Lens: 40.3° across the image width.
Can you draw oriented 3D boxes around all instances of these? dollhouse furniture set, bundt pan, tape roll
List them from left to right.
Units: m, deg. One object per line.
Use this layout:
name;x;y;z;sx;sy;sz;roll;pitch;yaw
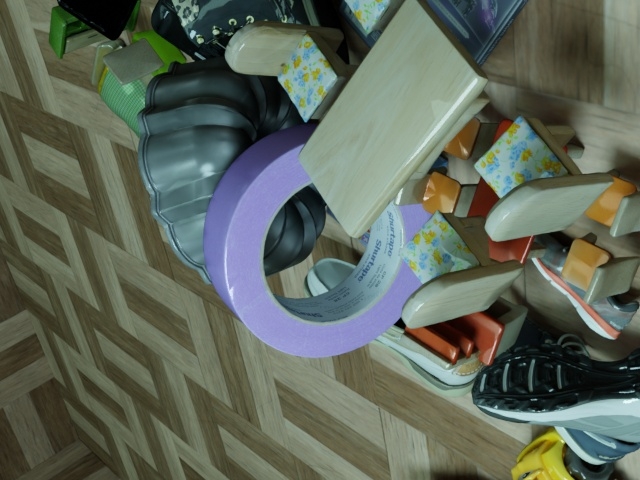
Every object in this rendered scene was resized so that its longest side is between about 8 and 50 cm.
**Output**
dollhouse furniture set;-0.380;-0.278;1.586;0.197;0.151;0.301;53;149;10
bundt pan;-0.094;-0.103;1.185;0.124;0.331;0.331;-15;106;28
tape roll;0.000;0.000;1.067;0.090;0.275;0.275;34;145;61
dollhouse furniture set;0.079;-0.169;0.771;0.394;0.256;0.362;-52;59;37
dollhouse furniture set;0.188;0.002;0.940;0.262;0.135;0.259;31;117;35

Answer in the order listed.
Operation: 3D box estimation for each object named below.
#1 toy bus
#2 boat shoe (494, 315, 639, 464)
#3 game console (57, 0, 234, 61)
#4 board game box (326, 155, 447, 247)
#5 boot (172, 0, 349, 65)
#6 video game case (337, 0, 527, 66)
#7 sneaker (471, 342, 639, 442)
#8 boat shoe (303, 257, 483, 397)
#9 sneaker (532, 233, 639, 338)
toy bus;0.305;0.379;1.112;0.220;0.211;0.149;50;150;17
boat shoe;0.285;0.164;1.063;0.254;0.095;0.079;52;151;9
game console;-0.222;-0.326;1.259;0.361;0.044;0.213;33;148;-14
board game box;0.084;-0.071;1.203;0.160;0.039;0.211;42;146;26
boot;-0.078;-0.282;1.127;0.178;0.085;0.236;-25;89;22
video game case;0.127;-0.283;0.968;0.196;0.026;0.274;52;148;12
sneaker;0.303;0.179;0.963;0.271;0.100;0.108;-2;131;20
boat shoe;0.107;0.099;1.263;0.302;0.113;0.103;30;139;23
sneaker;0.299;0.035;0.986;0.065;0.061;0.158;-50;65;26
